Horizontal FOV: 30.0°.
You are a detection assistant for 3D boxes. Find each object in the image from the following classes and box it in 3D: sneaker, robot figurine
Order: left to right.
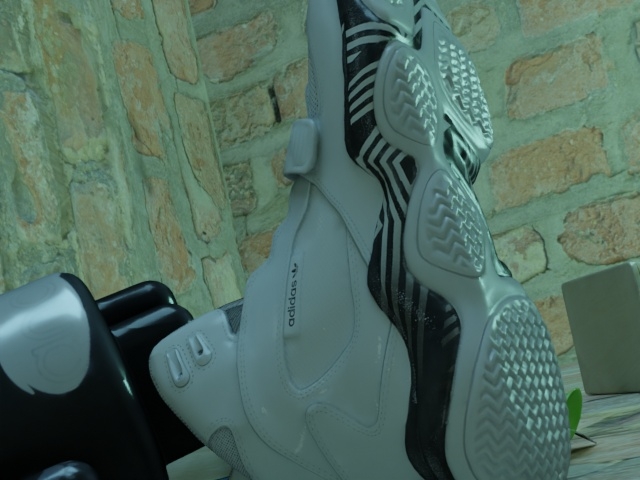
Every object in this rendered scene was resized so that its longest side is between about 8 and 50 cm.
[{"bbox_3d":[-0.203,0.128,0.758,0.278,0.173,0.209,-23,-19,-14],"label":"robot figurine"},{"bbox_3d":[0.000,0.000,0.708,0.210,0.365,0.137,-23,-22,25],"label":"sneaker"}]

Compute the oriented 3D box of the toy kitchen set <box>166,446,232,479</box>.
[{"bbox_3d":[-0.024,0.165,0.824,0.122,0.166,0.207,-6,-45,-38],"label":"toy kitchen set"}]

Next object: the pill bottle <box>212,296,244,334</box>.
[{"bbox_3d":[-0.040,0.158,1.395,0.210,0.210,0.363,-7,-8,-35],"label":"pill bottle"}]

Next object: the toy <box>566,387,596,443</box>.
[{"bbox_3d":[0.089,0.092,0.914,0.237,0.056,0.137,19,-6,32],"label":"toy"}]

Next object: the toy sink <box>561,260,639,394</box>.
[{"bbox_3d":[0.409,0.100,1.463,0.131,0.152,0.234,-11,-8,-10],"label":"toy sink"}]
